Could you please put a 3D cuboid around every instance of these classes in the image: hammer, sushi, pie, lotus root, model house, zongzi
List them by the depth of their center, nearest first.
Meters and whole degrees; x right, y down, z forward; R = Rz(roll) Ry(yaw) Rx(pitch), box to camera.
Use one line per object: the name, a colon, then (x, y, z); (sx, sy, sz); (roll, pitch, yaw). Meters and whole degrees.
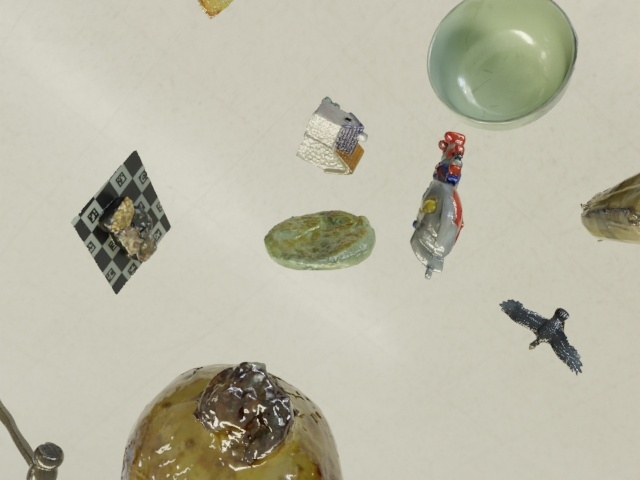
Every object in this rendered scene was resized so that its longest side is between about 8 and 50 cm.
lotus root: (-0.057, 0.158, 0.506); (0.145, 0.128, 0.260); (41, 140, 21)
hammer: (-0.339, 0.156, 0.827); (0.029, 0.292, 0.058); (7, 113, -46)
pie: (0.000, 0.000, 1.318); (0.186, 0.187, 0.041); (1, 119, 11)
model house: (0.030, -0.172, 1.333); (0.100, 0.088, 0.101); (27, 129, 5)
zongzi: (0.553, -0.084, 1.376); (0.099, 0.197, 0.194); (36, 170, -18)
sushi: (-0.343, -0.025, 1.489); (0.050, 0.192, 0.215); (17, 145, 26)

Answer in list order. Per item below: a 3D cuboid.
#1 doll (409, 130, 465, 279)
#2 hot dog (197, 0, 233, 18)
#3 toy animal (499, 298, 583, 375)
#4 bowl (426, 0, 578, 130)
doll: (0.152, -0.043, 1.010); (0.062, 0.195, 0.104); (20, 161, -22)
hot dog: (-0.141, -0.401, 1.125); (0.078, 0.061, 0.169); (14, 116, -19)
toy animal: (0.479, 0.192, 1.697); (0.220, 0.108, 0.062); (46, 151, 26)
bowl: (0.387, -0.368, 1.712); (0.307, 0.307, 0.163); (-5, 166, 15)
